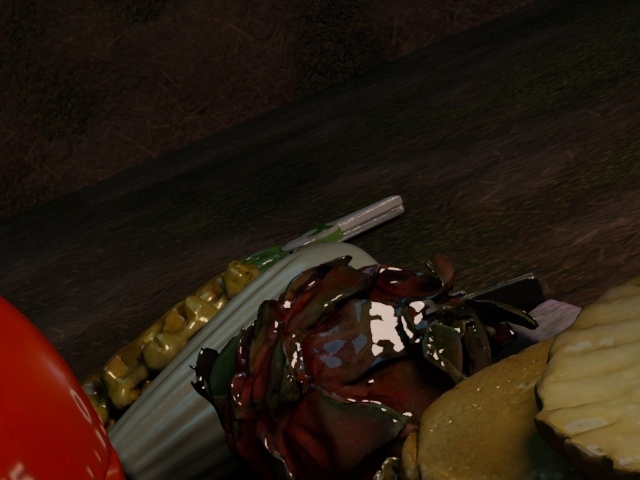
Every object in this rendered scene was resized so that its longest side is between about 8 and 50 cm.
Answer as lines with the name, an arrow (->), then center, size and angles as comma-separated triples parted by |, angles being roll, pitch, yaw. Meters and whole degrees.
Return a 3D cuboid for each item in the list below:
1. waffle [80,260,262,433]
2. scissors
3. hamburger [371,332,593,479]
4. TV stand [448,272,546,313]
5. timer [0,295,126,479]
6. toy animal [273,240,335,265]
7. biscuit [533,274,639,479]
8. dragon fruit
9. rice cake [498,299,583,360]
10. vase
waffle -> -0.149, 0.108, 1.320 | 0.291, 0.051, 0.291 | -40, 2, 1
scissors -> 0.000, 0.000, 1.728 | 0.204, 0.027, 0.101 | -25, 14, -10
hamburger -> 0.143, 0.129, 0.759 | 0.189, 0.122, 0.215 | -29, 20, -30
TV stand -> 0.061, 0.081, 1.273 | 0.249, 0.036, 0.042 | -20, 11, 6
timer -> -0.290, 0.186, 0.864 | 0.378, 0.279, 0.378 | -20, 15, 6
toy animal -> -0.015, 0.051, 1.382 | 0.137, 0.098, 0.098 | -8, 0, -44
biscuit -> 0.184, 0.058, 0.674 | 0.187, 0.036, 0.273 | -17, 18, -3
dragon fruit -> 0.026, 0.094, 0.993 | 0.182, 0.182, 0.188 | -28, 1, -27
rice cake -> 0.205, 0.089, 0.948 | 0.056, 0.072, 0.365 | -27, 12, -15
vase -> -0.050, 0.107, 1.170 | 0.248, 0.128, 0.128 | -36, 17, -19
